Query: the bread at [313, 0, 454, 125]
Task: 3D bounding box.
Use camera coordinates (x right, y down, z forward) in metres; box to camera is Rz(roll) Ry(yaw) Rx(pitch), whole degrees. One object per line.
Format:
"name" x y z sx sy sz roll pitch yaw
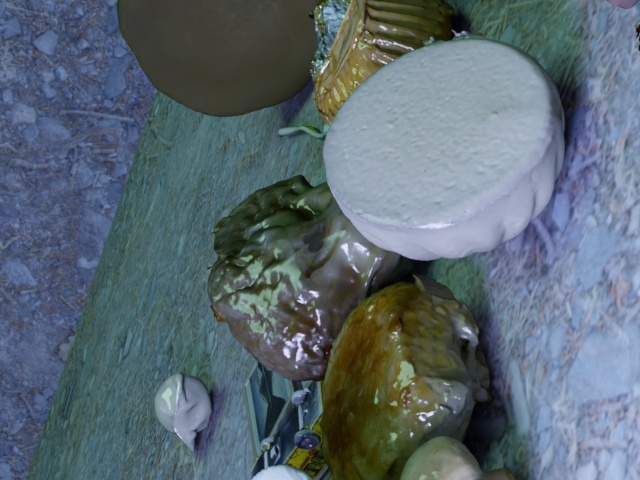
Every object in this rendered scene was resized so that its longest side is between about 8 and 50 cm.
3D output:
"bread" 0.082 -0.223 1.625 0.240 0.139 0.240 -165 90 -73

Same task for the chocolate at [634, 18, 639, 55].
"chocolate" 0.347 -0.237 1.101 0.182 0.028 0.086 -56 18 35

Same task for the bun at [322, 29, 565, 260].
"bun" 0.148 -0.072 1.306 0.263 0.175 0.263 -15 48 18

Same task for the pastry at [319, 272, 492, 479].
"pastry" 0.088 0.170 1.316 0.257 0.120 0.236 -98 28 -46

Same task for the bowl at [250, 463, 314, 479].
"bowl" 0.028 0.430 1.107 0.435 0.195 0.435 -171 90 -71

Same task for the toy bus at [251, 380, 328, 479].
"toy bus" -0.026 0.272 1.588 0.081 0.074 0.226 -95 29 -49

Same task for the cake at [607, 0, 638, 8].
"cake" 0.263 -0.406 1.147 0.230 0.237 0.309 132 151 -53

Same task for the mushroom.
"mushroom" 0.131 0.255 1.131 0.148 0.112 0.148 165 90 -86

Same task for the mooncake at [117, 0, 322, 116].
"mooncake" -0.155 -0.412 2.088 0.378 0.378 0.201 -55 21 39

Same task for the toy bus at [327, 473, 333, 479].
"toy bus" 0.024 0.305 1.492 0.110 0.031 0.043 -65 24 24

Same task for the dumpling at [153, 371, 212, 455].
"dumpling" -0.235 0.302 2.086 0.169 0.099 0.134 135 133 -55

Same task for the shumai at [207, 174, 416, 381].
"shumai" 0.001 -0.003 1.540 0.346 0.217 0.283 -92 27 -49

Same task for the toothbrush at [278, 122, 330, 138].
"toothbrush" -0.025 -0.181 2.043 0.263 0.022 0.026 -173 86 -69

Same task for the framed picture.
"framed picture" -0.077 0.226 1.845 0.150 0.015 0.203 -63 22 25

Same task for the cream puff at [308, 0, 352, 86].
"cream puff" 0.049 -0.283 1.797 0.156 0.121 0.156 -7 72 22
